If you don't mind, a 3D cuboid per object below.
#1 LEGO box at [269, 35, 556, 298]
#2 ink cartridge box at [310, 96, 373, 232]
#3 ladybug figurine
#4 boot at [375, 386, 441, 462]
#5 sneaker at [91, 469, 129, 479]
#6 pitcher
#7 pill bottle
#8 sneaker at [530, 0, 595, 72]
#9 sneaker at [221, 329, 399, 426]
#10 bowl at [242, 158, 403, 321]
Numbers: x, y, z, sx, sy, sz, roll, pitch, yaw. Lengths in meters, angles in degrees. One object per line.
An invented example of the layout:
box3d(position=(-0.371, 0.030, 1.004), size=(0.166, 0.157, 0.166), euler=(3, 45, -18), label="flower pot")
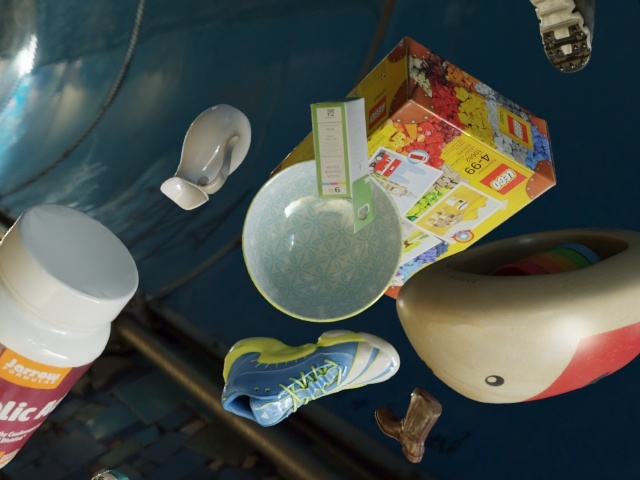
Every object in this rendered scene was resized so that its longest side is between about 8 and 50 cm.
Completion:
box3d(position=(0.170, -0.128, 1.863), size=(0.500, 0.372, 0.193), euler=(-41, -147, 42), label="LEGO box")
box3d(position=(0.036, -0.125, 1.457), size=(0.062, 0.109, 0.209), euler=(-1, -78, 19), label="ink cartridge box")
box3d(position=(0.291, 0.090, 1.146), size=(0.305, 0.449, 0.162), euler=(6, -75, 49), label="ladybug figurine")
box3d(position=(0.122, 0.235, 1.238), size=(0.106, 0.037, 0.114), euler=(45, -41, 37), label="boot")
box3d(position=(-0.346, 0.478, 1.585), size=(0.107, 0.110, 0.275), euler=(31, -36, 23), label="sneaker")
box3d(position=(-0.207, -0.170, 1.770), size=(0.177, 0.207, 0.125), euler=(-2, -37, 49), label="pitcher")
box3d(position=(-0.450, 0.146, 1.306), size=(0.392, 0.224, 0.224), euler=(-48, -115, 23), label="pill bottle")
box3d(position=(0.341, -0.365, 1.276), size=(0.078, 0.106, 0.234), euler=(-8, -66, 33), label="sneaker")
box3d(position=(-0.020, 0.187, 1.136), size=(0.240, 0.126, 0.091), euler=(-7, -52, 24), label="sneaker")
box3d(position=(0.000, 0.000, 1.643), size=(0.290, 0.289, 0.156), euler=(64, -4, -1), label="bowl")
